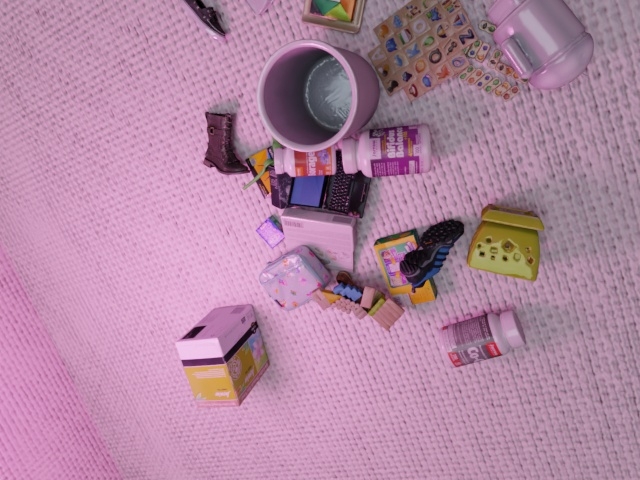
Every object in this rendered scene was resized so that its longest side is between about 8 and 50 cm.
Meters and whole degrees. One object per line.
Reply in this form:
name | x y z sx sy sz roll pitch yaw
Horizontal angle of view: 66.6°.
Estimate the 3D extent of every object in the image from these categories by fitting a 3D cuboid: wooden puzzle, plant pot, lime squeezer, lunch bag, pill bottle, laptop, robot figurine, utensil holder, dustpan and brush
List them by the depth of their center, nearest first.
robot figurine | 0.663 -0.601 1.453 0.300 0.200 0.353 -38 90 -16
utensil holder | 0.012 -0.487 1.629 0.327 0.385 0.328 6 110 17
plant pot | 0.637 -0.004 1.671 0.228 0.227 0.207 12 104 16
wooden puzzle | 0.051 -0.857 1.678 0.220 0.044 0.239 18 112 13
pill bottle | 0.231 -0.310 1.710 0.301 0.169 0.169 -4 107 10
dustpan and brush | -0.189 -0.934 1.736 0.211 0.060 0.147 -33 96 32
pill bottle | -0.054 -0.289 1.740 0.216 0.121 0.121 -4 107 0
laptop | 0.040 -0.221 1.823 0.264 0.136 0.234 16 102 22
pill bottle | 0.608 0.367 1.834 0.283 0.161 0.161 -23 99 25
lime squeezer | -0.209 -0.327 1.881 0.109 0.059 0.310 19 97 -5
lunch bag | -0.117 0.159 2.024 0.279 0.108 0.224 -32 103 33

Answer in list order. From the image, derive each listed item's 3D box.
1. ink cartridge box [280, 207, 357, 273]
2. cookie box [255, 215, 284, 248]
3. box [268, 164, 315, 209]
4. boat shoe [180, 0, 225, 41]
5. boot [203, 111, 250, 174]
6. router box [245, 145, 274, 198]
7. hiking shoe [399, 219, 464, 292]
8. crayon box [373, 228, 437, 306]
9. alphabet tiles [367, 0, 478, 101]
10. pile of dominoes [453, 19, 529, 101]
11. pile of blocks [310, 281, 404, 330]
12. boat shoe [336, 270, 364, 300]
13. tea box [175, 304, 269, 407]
ink cartridge box | 0.000 0.000 1.975 0.296 0.066 0.261 10 136 16
cookie box | -0.203 -0.035 2.045 0.092 0.040 0.107 -41 92 26
box | -0.108 -0.215 1.880 0.093 0.156 0.158 29 127 58
boat shoe | -0.431 -0.852 1.834 0.228 0.080 0.076 49 118 7
boot | -0.379 -0.391 1.944 0.263 0.091 0.229 22 113 28
router box | -0.205 -0.274 1.962 0.133 0.046 0.179 -22 98 24
hiking shoe | 0.412 0.046 1.783 0.304 0.113 0.132 -40 131 -12
crayon box | 0.332 0.111 1.888 0.165 0.081 0.279 -16 102 23
alphabet tiles | 0.336 -0.654 1.642 0.342 0.011 0.285 -27 92 30
pile of dominoes | 0.573 -0.583 1.593 0.251 0.040 0.196 30 115 8
pile of blocks | 0.148 0.228 1.914 0.362 0.112 0.149 17 103 3
boat shoe | 0.125 0.207 2.000 0.064 0.060 0.178 -37 97 32
tea box | -0.417 0.502 2.143 0.220 0.329 0.324 -8 106 21
